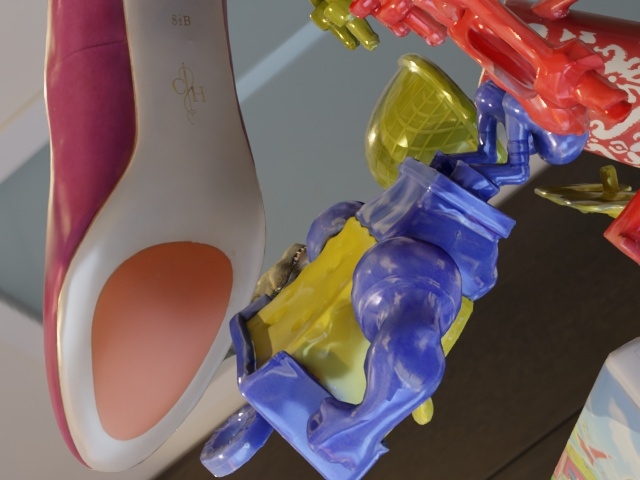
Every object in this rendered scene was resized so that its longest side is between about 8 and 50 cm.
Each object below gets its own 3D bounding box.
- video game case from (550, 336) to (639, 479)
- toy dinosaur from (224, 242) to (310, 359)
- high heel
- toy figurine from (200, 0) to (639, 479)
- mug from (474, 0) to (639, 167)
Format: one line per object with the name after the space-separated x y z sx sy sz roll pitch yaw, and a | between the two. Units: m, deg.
0.183 0.167 0.484 0.212 0.023 0.193 56 166 27 | video game case
-0.123 0.074 0.917 0.118 0.268 0.064 48 -158 4 | toy dinosaur
-0.118 -0.061 0.652 0.127 0.377 0.181 9 -172 -38 | high heel
0.000 0.000 0.491 0.191 0.217 0.362 37 -177 -14 | toy figurine
0.213 -0.134 0.802 0.169 0.150 0.113 16 -172 10 | mug
